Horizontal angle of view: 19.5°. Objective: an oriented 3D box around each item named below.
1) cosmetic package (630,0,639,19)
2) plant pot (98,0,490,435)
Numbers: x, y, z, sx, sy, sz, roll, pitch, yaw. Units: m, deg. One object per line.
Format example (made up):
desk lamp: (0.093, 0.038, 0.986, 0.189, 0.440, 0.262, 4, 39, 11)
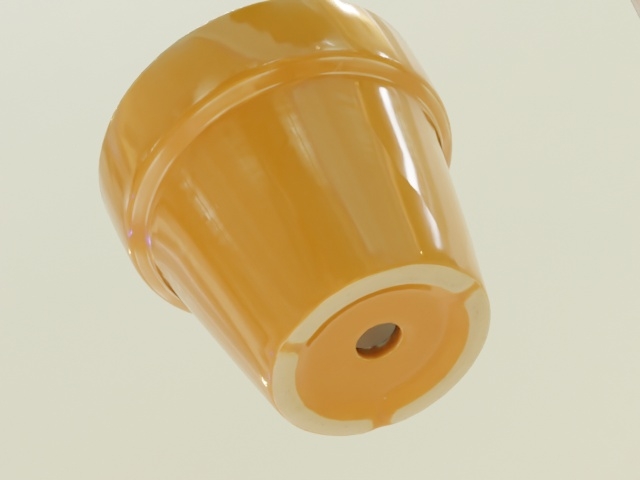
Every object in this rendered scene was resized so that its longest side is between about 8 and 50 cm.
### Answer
cosmetic package: (0.163, -0.136, 0.527, 0.197, 0.155, 0.365, -27, -113, 14)
plant pot: (0.000, 0.000, 1.044, 0.205, 0.205, 0.188, -34, -131, 5)
